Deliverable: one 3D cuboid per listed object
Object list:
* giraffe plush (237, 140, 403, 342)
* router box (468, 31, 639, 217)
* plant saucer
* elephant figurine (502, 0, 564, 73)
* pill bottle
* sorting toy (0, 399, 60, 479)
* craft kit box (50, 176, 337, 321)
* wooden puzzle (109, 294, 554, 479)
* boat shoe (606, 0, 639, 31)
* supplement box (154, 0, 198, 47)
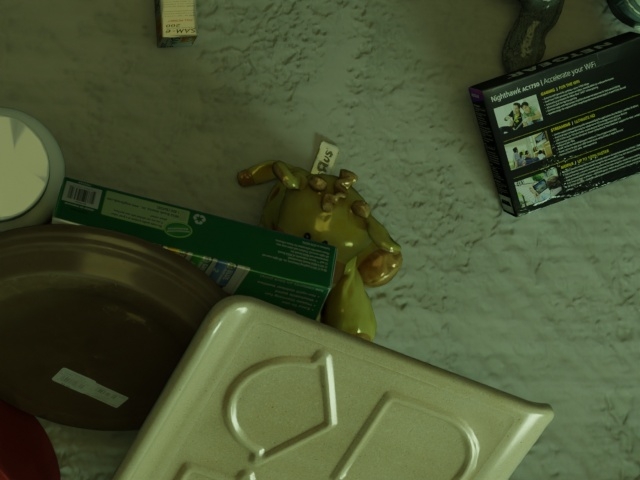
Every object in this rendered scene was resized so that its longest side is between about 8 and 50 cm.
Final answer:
[{"bbox_3d":[0.000,0.000,1.774,0.181,0.170,0.210,5,85,-8],"label":"giraffe plush"},{"bbox_3d":[0.250,-0.115,1.868,0.179,0.046,0.133,-19,104,-10],"label":"router box"},{"bbox_3d":[-0.205,0.088,1.690,0.278,0.278,0.041,13,50,-7],"label":"plant saucer"},{"bbox_3d":[0.211,-0.317,1.847,0.239,0.169,0.186,-40,63,6],"label":"elephant figurine"},{"bbox_3d":[-0.290,-0.055,1.712,0.121,0.216,0.121,1,86,-8],"label":"pill bottle"},{"bbox_3d":[-0.263,0.323,1.762,0.126,0.127,0.365,-30,89,15],"label":"sorting toy"},{"bbox_3d":[-0.137,0.066,1.722,0.250,0.246,0.061,14,52,-7],"label":"craft kit box"},{"bbox_3d":[-0.011,0.205,1.720,0.348,0.080,0.322,19,121,-22],"label":"wooden puzzle"},{"bbox_3d":[0.434,-0.245,1.886,0.320,0.099,0.116,0,78,-19],"label":"boat shoe"},{"bbox_3d":[-0.140,-0.238,1.825,0.036,0.062,0.098,-3,86,-10],"label":"supplement box"}]
